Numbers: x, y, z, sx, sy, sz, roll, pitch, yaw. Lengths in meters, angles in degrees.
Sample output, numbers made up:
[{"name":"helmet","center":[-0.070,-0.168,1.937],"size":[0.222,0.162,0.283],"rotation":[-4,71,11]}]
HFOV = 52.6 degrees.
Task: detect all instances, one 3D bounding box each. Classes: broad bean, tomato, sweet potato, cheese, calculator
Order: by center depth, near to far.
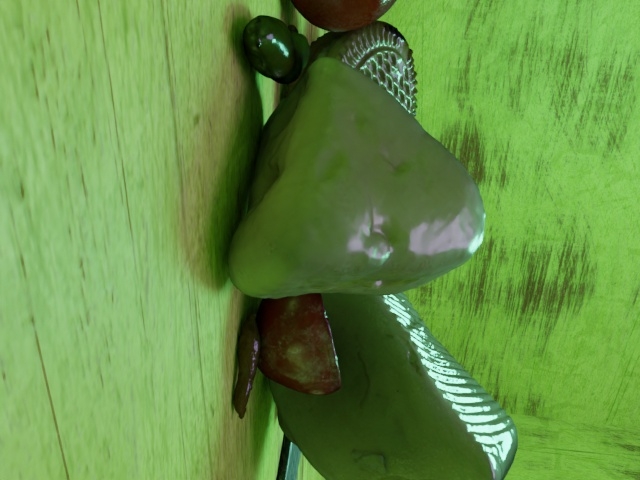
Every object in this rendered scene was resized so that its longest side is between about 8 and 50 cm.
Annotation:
[{"name":"cheese","center":[0.037,-0.015,0.646],"size":[0.173,0.247,0.251],"rotation":[-42,-159,44]},{"name":"broad bean","center":[-0.040,-0.193,0.663],"size":[0.254,0.046,0.065],"rotation":[-71,158,-73]},{"name":"sweet potato","center":[-0.079,0.134,0.689],"size":[0.026,0.026,0.115],"rotation":[33,65,-84]},{"name":"tomato","center":[-0.037,0.106,0.744],"size":[0.139,0.091,0.159],"rotation":[-132,-149,-71]},{"name":"tomato","center":[0.034,-0.335,0.774],"size":[0.167,0.167,0.167],"rotation":[5,90,-84]},{"name":"calculator","center":[-0.063,0.454,1.142],"size":[0.161,0.021,0.262],"rotation":[86,10,-55]}]

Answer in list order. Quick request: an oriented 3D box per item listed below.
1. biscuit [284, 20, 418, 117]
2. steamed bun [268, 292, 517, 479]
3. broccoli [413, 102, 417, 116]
[{"name":"biscuit","center":[0.047,-0.175,0.893],"size":[0.259,0.079,0.259],"rotation":[-27,125,-47]},{"name":"steamed bun","center":[0.074,0.209,0.905],"size":[0.383,0.236,0.247],"rotation":[53,17,15]},{"name":"broccoli","center":[0.112,-0.383,1.732],"size":[0.180,0.273,0.243],"rotation":[-23,-118,44]}]
